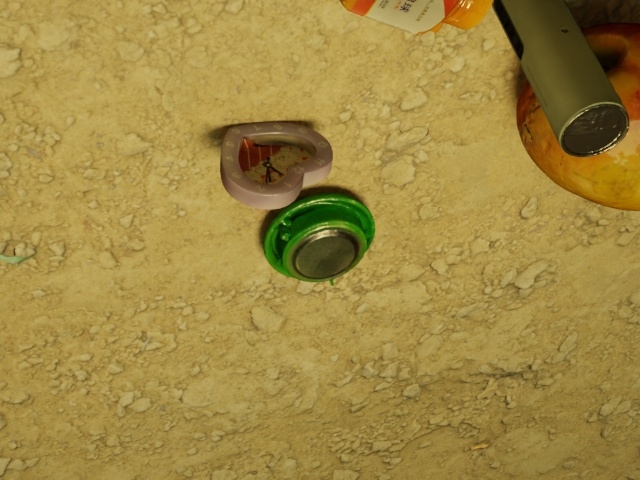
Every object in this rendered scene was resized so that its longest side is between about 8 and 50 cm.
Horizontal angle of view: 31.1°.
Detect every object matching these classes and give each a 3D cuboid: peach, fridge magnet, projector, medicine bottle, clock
[{"bbox_3d":[0.508,-0.194,1.906,0.372,0.290,0.373,-13,142,-10],"label":"peach"},{"bbox_3d":[0.000,0.000,2.068,0.208,0.088,0.208,-11,137,-10],"label":"fridge magnet"},{"bbox_3d":[0.356,-0.275,1.729,0.108,0.337,0.108,-9,139,-8],"label":"projector"},{"bbox_3d":[0.142,-0.390,1.692,0.222,0.112,0.149,13,129,-31],"label":"medicine bottle"},{"bbox_3d":[-0.086,-0.121,1.858,0.198,0.172,0.064,-38,150,-39],"label":"clock"}]
